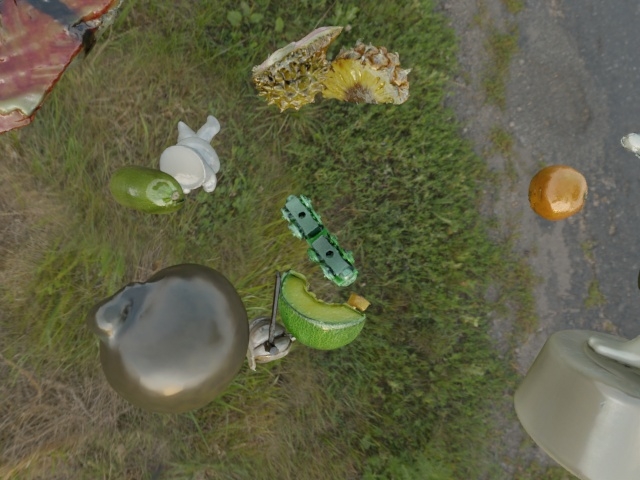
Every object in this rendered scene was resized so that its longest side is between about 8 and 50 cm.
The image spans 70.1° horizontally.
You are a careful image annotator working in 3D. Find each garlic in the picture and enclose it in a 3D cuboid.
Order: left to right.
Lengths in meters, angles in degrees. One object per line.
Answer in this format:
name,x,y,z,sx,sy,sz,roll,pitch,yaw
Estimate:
garlic,-0.117,0.268,1.246,0.193,0.131,0.127,-6,124,-25

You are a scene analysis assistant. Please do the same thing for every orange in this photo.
orange,0.347,-0.069,0.669,0.083,0.083,0.084,3,82,-22

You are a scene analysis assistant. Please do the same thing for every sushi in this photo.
sushi,-0.359,-0.290,0.596,0.124,0.129,0.332,39,78,-40

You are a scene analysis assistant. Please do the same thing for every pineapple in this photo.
pineapple,0.090,-0.380,1.013,0.080,0.232,0.135,-53,139,-28

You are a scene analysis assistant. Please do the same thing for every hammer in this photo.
hammer,-0.096,0.152,0.966,0.021,0.065,0.179,7,96,-22

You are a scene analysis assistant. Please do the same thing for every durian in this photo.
durian,-0.039,-0.362,0.933,0.224,0.078,0.140,-43,97,10

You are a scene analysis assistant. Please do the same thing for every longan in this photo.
longan,-0.181,0.115,0.559,0.204,0.159,0.185,31,81,-42

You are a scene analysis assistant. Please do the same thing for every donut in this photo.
donut,0.118,0.203,1.443,0.038,0.083,0.067,-46,145,-26

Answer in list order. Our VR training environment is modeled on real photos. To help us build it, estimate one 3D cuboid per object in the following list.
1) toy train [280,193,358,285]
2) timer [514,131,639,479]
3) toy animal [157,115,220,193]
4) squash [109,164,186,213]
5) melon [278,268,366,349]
toy train,0.000,0.000,1.036,0.085,0.119,0.251,-36,65,3
timer,0.286,0.057,0.371,0.175,0.175,0.266,6,106,-22
toy animal,-0.275,-0.191,1.019,0.103,0.221,0.131,-19,120,14
squash,-0.355,-0.102,0.880,0.094,0.340,0.095,-10,108,-35
melon,-0.030,0.214,1.188,0.129,0.264,0.170,-32,140,-44
